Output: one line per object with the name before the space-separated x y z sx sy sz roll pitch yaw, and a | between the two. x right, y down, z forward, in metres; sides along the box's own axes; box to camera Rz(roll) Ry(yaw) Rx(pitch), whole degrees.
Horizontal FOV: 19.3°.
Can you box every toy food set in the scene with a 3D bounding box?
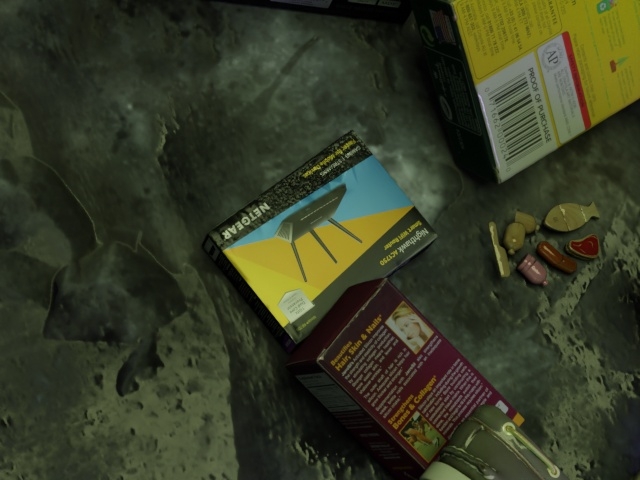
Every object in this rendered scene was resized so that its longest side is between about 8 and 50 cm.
toy food set | 0.219 0.006 1.819 0.122 0.019 0.078 -6 74 -22

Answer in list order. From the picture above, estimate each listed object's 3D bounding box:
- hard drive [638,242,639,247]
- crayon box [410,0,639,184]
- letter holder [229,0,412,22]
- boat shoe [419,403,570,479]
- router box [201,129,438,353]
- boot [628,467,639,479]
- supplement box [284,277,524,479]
hard drive | 0.446 0.113 1.744 0.353 0.047 0.233 54 26 7
crayon box | 0.250 -0.218 1.808 0.318 0.081 0.202 -30 122 -20
letter holder | -0.043 -0.352 1.809 0.301 0.152 0.214 5 69 -11
boat shoe | 0.220 0.261 1.648 0.305 0.109 0.091 41 73 -21
router box | 0.000 0.000 1.755 0.179 0.046 0.133 -37 84 -20
boot | 0.361 0.198 1.745 0.077 0.213 0.165 36 104 33
supplement box | 0.075 0.136 1.686 0.188 0.081 0.104 46 68 -12
